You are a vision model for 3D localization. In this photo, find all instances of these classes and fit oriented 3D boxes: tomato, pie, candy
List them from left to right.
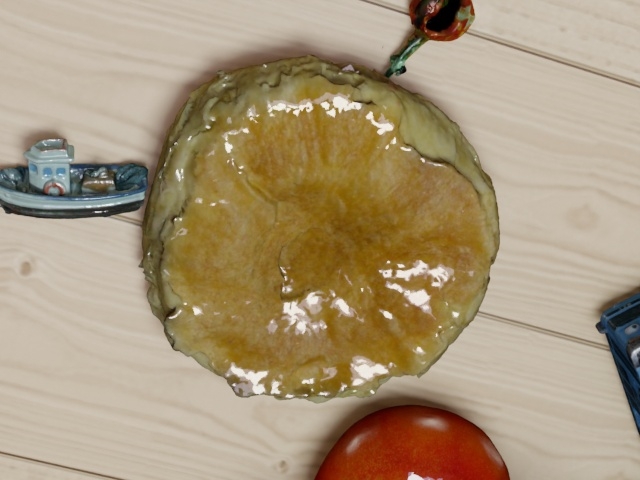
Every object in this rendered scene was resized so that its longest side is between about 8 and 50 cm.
[{"bbox_3d":[0.000,0.000,1.356,0.339,0.083,0.339,-3,113,-6],"label":"pie"},{"bbox_3d":[0.065,-0.153,1.349,0.055,0.049,0.185,44,107,12],"label":"candy"},{"bbox_3d":[0.082,0.244,1.428,0.195,0.136,0.195,-2,110,-6],"label":"tomato"}]

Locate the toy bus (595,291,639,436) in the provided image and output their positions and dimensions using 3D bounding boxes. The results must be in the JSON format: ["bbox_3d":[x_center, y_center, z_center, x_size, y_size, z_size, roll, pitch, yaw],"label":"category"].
[{"bbox_3d":[0.349,0.151,1.441,0.116,0.133,0.234,-23,115,0],"label":"toy bus"}]

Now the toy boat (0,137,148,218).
[{"bbox_3d":[-0.218,-0.055,1.319,0.140,0.059,0.066,-3,121,-7],"label":"toy boat"}]
